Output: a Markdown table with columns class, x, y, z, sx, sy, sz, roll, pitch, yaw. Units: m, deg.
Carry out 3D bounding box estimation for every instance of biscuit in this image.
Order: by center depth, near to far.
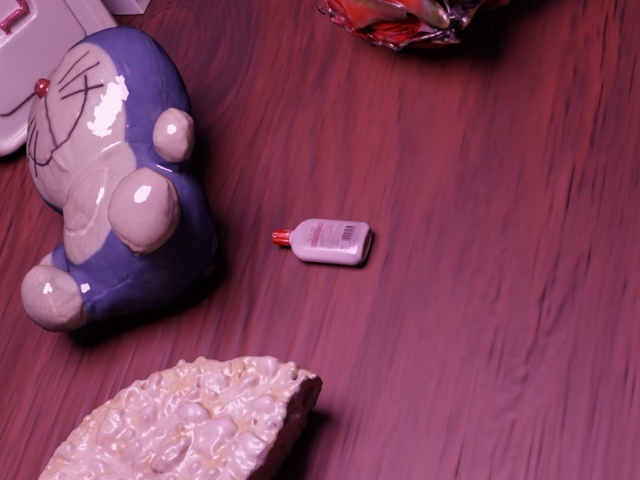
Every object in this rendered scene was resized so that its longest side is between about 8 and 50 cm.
| class | x | y | z | sx | sy | sz | roll | pitch | yaw |
| --- | --- | --- | --- | --- | --- | --- | --- | --- | --- |
| biscuit | -0.126 | 0.189 | 0.831 | 0.179 | 0.084 | 0.281 | 24 | 66 | 37 |

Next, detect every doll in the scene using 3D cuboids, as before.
| class | x | y | z | sx | sy | sz | roll | pitch | yaw |
| --- | --- | --- | --- | --- | --- | --- | --- | --- | --- |
| doll | -0.173 | -0.063 | 0.968 | 0.228 | 0.154 | 0.259 | -45 | 56 | 35 |

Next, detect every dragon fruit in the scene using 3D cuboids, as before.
| class | x | y | z | sx | sy | sz | roll | pitch | yaw |
| --- | --- | --- | --- | --- | --- | --- | --- | --- | --- |
| dragon fruit | 0.083 | -0.256 | 0.992 | 0.192 | 0.193 | 0.274 | -1 | 52 | -15 |

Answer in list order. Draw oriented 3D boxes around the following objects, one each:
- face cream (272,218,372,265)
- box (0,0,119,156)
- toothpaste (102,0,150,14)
| class | x | y | z | sx | sy | sz | roll | pitch | yaw |
| --- | --- | --- | --- | --- | --- | --- | --- | --- | --- |
| face cream | 0.000 | 0.000 | 0.950 | 0.083 | 0.021 | 0.040 | 5 | 59 | 23 |
| box | -0.350 | -0.246 | 1.094 | 0.193 | 0.294 | 0.167 | -44 | 43 | -12 |
| toothpaste | -0.174 | -0.399 | 1.252 | 0.067 | 0.081 | 0.337 | 7 | 60 | 24 |
